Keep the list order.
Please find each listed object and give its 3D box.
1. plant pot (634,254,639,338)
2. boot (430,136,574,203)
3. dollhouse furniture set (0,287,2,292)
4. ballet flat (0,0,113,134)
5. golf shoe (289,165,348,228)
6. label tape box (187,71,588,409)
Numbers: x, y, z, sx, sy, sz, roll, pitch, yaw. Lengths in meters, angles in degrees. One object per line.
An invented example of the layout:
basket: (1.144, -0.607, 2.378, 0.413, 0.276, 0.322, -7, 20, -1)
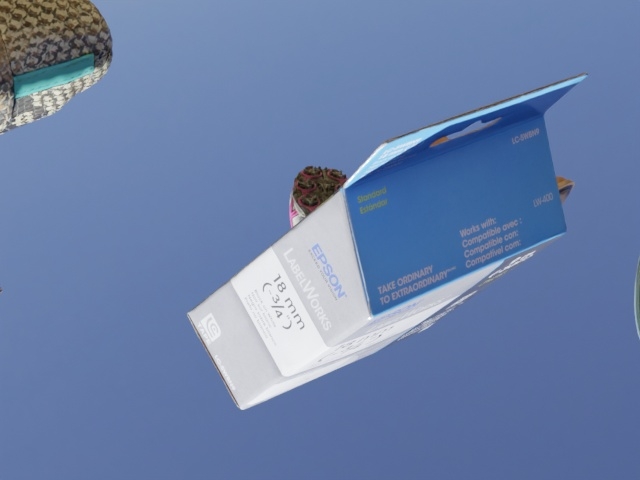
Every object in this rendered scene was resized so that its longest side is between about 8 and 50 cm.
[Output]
plant pot: (0.464, 0.034, 1.661, 0.255, 0.271, 0.271, 21, -173, -18)
boot: (0.190, -0.071, 2.154, 0.197, 0.073, 0.152, -20, -125, -38)
dollhouse furniture set: (-0.373, 0.108, 1.791, 0.182, 0.101, 0.161, -28, -176, -19)
ballet flat: (-0.288, -0.206, 1.316, 0.182, 0.164, 0.483, -16, -144, -29)
golf shoe: (0.000, 0.000, 1.822, 0.067, 0.086, 0.186, 7, -141, -11)
label tape box: (0.073, 0.007, 1.544, 0.241, 0.106, 0.334, -21, 169, -38)
